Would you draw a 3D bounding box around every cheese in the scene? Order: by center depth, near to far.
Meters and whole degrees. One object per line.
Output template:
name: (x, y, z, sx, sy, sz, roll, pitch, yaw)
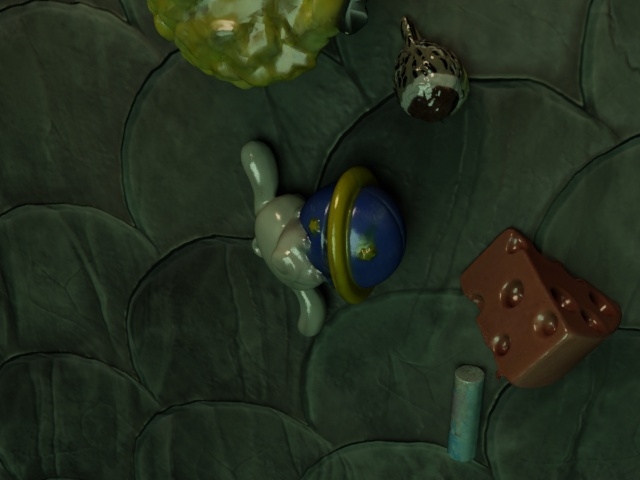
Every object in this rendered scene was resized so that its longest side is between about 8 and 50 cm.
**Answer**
cheese: (0.317, 0.111, 1.164, 0.177, 0.203, 0.128, 20, 123, -31)

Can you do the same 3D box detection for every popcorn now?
popcorn: (-0.078, -0.318, 0.974, 0.293, 0.237, 0.292, 10, 124, 15)

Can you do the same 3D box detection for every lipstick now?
lipstick: (0.225, 0.269, 1.309, 0.048, 0.048, 0.157, 7, 119, 14)

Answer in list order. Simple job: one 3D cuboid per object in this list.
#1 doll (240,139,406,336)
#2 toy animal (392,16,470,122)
doll: (0.002, 0.030, 1.184, 0.243, 0.159, 0.310, 3, 122, 15)
toy animal: (0.128, -0.209, 1.051, 0.098, 0.098, 0.137, -22, 109, 26)
